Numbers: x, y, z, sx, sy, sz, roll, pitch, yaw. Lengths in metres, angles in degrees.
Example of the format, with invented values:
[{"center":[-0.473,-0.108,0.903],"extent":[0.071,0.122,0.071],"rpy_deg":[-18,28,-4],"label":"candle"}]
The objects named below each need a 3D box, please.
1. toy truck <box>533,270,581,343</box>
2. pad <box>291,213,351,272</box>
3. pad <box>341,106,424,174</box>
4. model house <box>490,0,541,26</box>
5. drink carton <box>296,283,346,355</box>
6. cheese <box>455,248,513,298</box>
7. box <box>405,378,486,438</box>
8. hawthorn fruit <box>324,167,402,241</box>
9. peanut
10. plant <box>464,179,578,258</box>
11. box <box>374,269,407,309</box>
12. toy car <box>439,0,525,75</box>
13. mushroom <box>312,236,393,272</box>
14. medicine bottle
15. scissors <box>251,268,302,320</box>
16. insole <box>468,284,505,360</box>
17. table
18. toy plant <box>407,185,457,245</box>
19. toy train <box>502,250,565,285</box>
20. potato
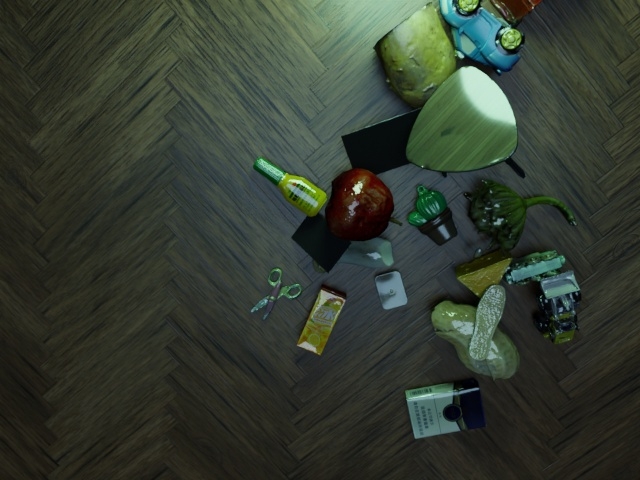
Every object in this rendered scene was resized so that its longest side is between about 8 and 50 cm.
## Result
[{"center":[0.774,0.225,1.638],"extent":[0.136,0.111,0.286],"rpy_deg":[-18,132,5],"label":"toy truck"},{"center":[0.000,0.000,1.681],"extent":[0.190,0.004,0.127],"rpy_deg":[43,103,23],"label":"pad"},{"center":[0.231,-0.302,1.585],"extent":[0.299,0.005,0.202],"rpy_deg":[-19,138,8],"label":"pad"},{"center":[0.611,-0.780,1.441],"extent":[0.254,0.160,0.196],"rpy_deg":[-41,96,9],"label":"model house"},{"center":[0.004,0.273,1.751],"extent":[0.096,0.071,0.223],"rpy_deg":[24,103,-1],"label":"drink carton"},{"center":[0.548,0.091,1.653],"extent":[0.126,0.093,0.171],"rpy_deg":[41,113,-6],"label":"cheese"},{"center":[0.442,0.595,1.795],"extent":[0.259,0.071,0.168],"rpy_deg":[-13,101,7],"label":"box"},{"center":[0.143,-0.100,1.605],"extent":[0.266,0.210,0.230],"rpy_deg":[17,78,-25],"label":"hawthorn fruit"},{"center":[0.522,0.326,1.693],"extent":[0.174,0.158,0.340],"rpy_deg":[-37,92,28],"label":"peanut"},{"center":[0.628,-0.101,1.640],"extent":[0.333,0.180,0.251],"rpy_deg":[-20,94,-26],"label":"plant"},{"center":[0.241,0.167,1.734],"extent":[0.091,0.031,0.126],"rpy_deg":[-18,100,7],"label":"box"},{"center":[0.449,-0.609,1.477],"extent":[0.314,0.198,0.166],"rpy_deg":[39,114,-6],"label":"toy car"},{"center":[0.101,0.043,1.687],"extent":[0.270,0.103,0.118],"rpy_deg":[-5,93,16],"label":"mushroom"},{"center":[-0.104,-0.182,1.662],"extent":[0.260,0.064,0.095],"rpy_deg":[35,100,-3],"label":"medicine bottle"},{"center":[-0.163,0.198,1.770],"extent":[0.133,0.020,0.187],"rpy_deg":[40,100,-10],"label":"scissors"},{"center":[0.529,0.260,1.612],"extent":[0.081,0.011,0.248],"rpy_deg":[16,88,1],"label":"insole"},{"center":[0.463,-0.280,1.481],"extent":[0.317,0.249,0.317],"rpy_deg":[-10,73,33],"label":"table"},{"center":[0.356,-0.080,1.643],"extent":[0.143,0.105,0.200],"rpy_deg":[-36,80,24],"label":"toy plant"},{"center":[0.682,0.084,1.643],"extent":[0.194,0.125,0.081],"rpy_deg":[-18,103,4],"label":"toy train"},{"center":[0.293,-0.518,1.501],"extent":[0.229,0.229,0.266],"rpy_deg":[-34,105,10],"label":"potato"}]
